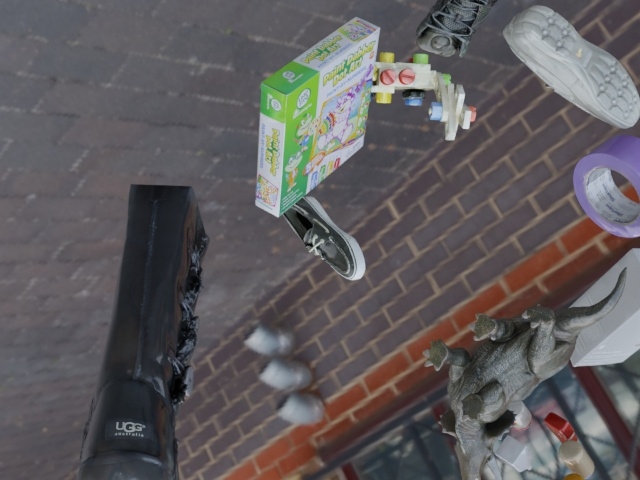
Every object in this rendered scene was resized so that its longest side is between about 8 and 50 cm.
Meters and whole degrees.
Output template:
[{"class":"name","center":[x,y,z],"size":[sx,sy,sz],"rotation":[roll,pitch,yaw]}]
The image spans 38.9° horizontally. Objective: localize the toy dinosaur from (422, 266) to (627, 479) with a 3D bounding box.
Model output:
[{"class":"toy dinosaur","center":[0.217,0.135,1.025],"size":[0.313,0.121,0.160],"rotation":[-53,148,5]}]

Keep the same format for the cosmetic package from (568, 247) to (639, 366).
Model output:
[{"class":"cosmetic package","center":[0.529,0.116,1.562],"size":[0.127,0.107,0.238],"rotation":[-1,147,-26]}]

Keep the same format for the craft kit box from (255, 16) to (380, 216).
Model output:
[{"class":"craft kit box","center":[-0.006,-0.198,1.457],"size":[0.250,0.061,0.246],"rotation":[-43,150,-37]}]

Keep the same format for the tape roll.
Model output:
[{"class":"tape roll","center":[0.595,-0.105,1.775],"size":[0.080,0.189,0.189],"rotation":[-35,165,-24]}]

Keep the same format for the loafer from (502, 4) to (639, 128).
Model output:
[{"class":"loafer","center":[0.489,-0.329,1.755],"size":[0.112,0.319,0.111],"rotation":[-55,-165,-17]}]

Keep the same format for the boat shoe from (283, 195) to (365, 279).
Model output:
[{"class":"boat shoe","center":[0.000,0.000,1.742],"size":[0.070,0.219,0.077],"rotation":[-11,137,-40]}]

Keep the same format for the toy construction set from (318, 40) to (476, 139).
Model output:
[{"class":"toy construction set","center":[0.135,-0.298,1.705],"size":[0.328,0.151,0.215],"rotation":[17,-177,-7]}]

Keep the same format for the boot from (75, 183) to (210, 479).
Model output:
[{"class":"boot","center":[-0.238,0.195,1.227],"size":[0.146,0.445,0.367],"rotation":[6,140,-12]}]

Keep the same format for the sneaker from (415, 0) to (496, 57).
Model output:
[{"class":"sneaker","center":[0.200,-0.319,1.237],"size":[0.130,0.087,0.227],"rotation":[-64,-173,-3]}]

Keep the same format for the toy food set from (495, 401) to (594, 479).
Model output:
[{"class":"toy food set","center":[0.377,0.355,1.533],"size":[0.111,0.232,0.104],"rotation":[-53,135,-12]}]
